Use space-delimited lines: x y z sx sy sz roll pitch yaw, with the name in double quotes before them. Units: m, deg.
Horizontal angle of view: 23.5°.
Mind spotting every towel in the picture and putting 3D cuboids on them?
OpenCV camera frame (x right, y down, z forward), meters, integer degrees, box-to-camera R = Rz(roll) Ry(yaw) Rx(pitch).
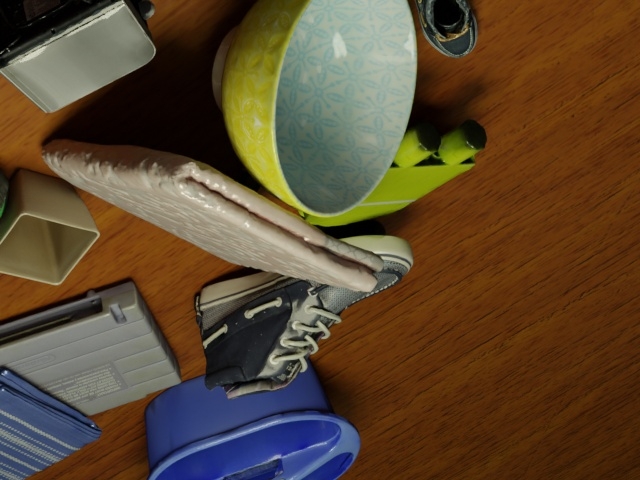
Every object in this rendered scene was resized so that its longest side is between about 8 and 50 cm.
"towel" -0.131 -0.034 1.822 0.317 0.053 0.332 28 169 -35
"towel" -0.513 0.302 2.220 0.336 0.040 0.243 -28 143 17

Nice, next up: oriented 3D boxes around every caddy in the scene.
"caddy" -0.110 0.323 2.369 0.341 0.179 0.241 -19 142 3

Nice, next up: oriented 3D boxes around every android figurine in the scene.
"android figurine" 0.080 -0.083 1.974 0.248 0.056 0.273 -6 164 -40

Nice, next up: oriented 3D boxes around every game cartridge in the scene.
"game cartridge" -0.395 0.186 2.186 0.355 0.068 0.230 -18 147 1

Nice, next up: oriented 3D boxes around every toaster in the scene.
"toaster" -0.271 -0.241 1.604 0.185 0.168 0.110 -26 143 11

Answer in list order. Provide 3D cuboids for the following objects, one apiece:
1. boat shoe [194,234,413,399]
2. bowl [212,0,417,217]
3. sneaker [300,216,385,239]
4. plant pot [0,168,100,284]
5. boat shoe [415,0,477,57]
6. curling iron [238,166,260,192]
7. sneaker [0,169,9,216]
"boat shoe" -0.019 0.112 2.094 0.340 0.158 0.127 -20 150 30
"bowl" -0.028 -0.182 1.758 0.156 0.289 0.289 14 157 33
"sneaker" 0.000 -0.002 2.105 0.170 0.051 0.089 -19 147 9
"plant pot" -0.352 -0.023 1.906 0.109 0.096 0.109 16 131 -35
"boat shoe" 0.149 -0.258 1.816 0.065 0.083 0.183 -23 142 8
"curling iron" -0.087 -0.092 1.966 0.068 0.035 0.274 -37 164 -42
"sneaker" -0.512 0.018 1.902 0.343 0.134 0.146 -39 175 16
